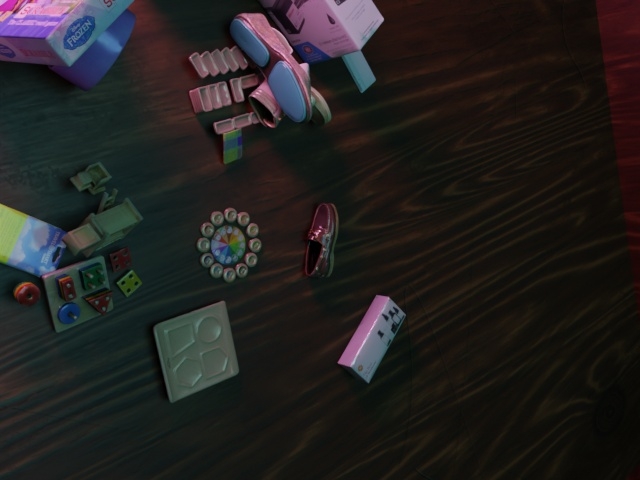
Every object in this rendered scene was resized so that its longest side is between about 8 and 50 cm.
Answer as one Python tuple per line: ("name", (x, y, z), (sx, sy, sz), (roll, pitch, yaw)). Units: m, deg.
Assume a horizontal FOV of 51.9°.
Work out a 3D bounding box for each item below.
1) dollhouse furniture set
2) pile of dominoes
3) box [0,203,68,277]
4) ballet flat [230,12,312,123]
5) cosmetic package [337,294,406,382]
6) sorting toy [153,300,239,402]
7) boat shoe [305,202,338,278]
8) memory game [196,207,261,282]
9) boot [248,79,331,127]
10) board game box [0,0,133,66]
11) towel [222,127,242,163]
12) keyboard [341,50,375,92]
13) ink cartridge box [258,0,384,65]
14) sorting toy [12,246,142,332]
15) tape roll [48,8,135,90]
("dollhouse furniture set", (-0.496, -0.054, 1.351), (0.161, 0.101, 0.182), (53, 34, -1))
("pile of dominoes", (-0.212, -0.378, 1.628), (0.251, 0.040, 0.196), (-28, 108, -43))
("box", (-0.607, -0.001, 1.315), (0.178, 0.042, 0.109), (28, 76, -37))
("ballet flat", (-0.091, -0.427, 1.589), (0.106, 0.107, 0.316), (-30, 85, -41))
("cosmetic package", (0.153, 0.285, 1.914), (0.099, 0.060, 0.239), (44, 66, -30))
("sorting toy", (-0.298, 0.263, 1.579), (0.208, 0.038, 0.193), (-19, 104, -41))
("boat shoe", (0.000, 0.000, 1.773), (0.073, 0.073, 0.207), (4, 90, -40))
("memory game", (-0.225, 0.010, 1.636), (0.186, 0.012, 0.186), (-2, 94, -38))
("boot", (-0.077, -0.338, 1.680), (0.213, 0.077, 0.165), (46, 57, -26))
("board game box", (-0.469, -0.461, 1.229), (0.318, 0.319, 0.066), (-57, 139, -22))
("towel", (-0.216, -0.230, 1.610), (0.060, 0.009, 0.083), (-29, 134, -40))
("keyboard", (0.078, -0.543, 1.852), (0.072, 0.014, 0.256), (-49, 120, -31))
("ink cartridge box", (-0.026, -0.609, 1.631), (0.307, 0.223, 0.129), (48, 65, -29))
("sorting toy", (-0.492, 0.113, 1.383), (0.274, 0.046, 0.132), (-24, 123, -41))
("tape roll", (-0.459, -0.401, 1.321), (0.080, 0.189, 0.189), (33, 72, -33))
